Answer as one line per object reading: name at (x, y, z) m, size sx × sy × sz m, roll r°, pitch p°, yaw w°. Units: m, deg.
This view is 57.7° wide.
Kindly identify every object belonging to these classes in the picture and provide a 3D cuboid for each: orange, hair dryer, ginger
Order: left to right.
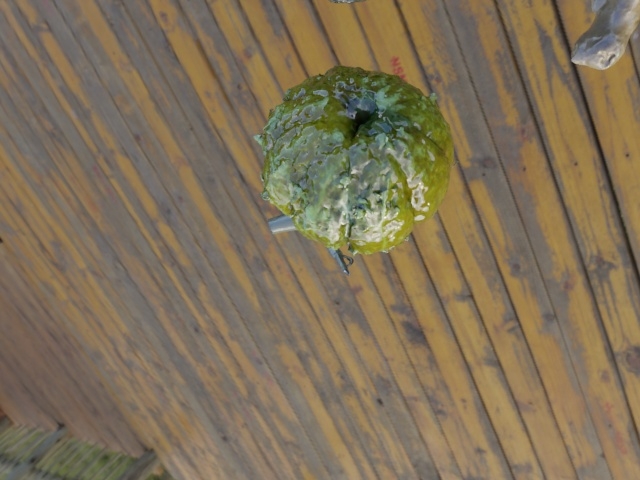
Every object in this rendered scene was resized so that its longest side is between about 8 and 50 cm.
hair dryer at (-0.019, -0.004, 1.075) m, size 0.167 × 0.199 × 0.067 m, roll -7°, pitch 137°, yaw 12°
orange at (0.054, -0.137, 0.882) m, size 0.301 × 0.300 × 0.223 m, roll 46°, pitch 168°, yaw 18°
ginger at (0.362, -0.263, 0.556) m, size 0.258 × 0.065 × 0.149 m, roll -52°, pitch 54°, yaw 22°

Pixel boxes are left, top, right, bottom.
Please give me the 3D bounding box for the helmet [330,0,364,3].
helmet at (0.097, -0.527, 0.977) m, size 0.137 × 0.257 × 0.204 m, roll -3°, pitch 122°, yaw 57°
